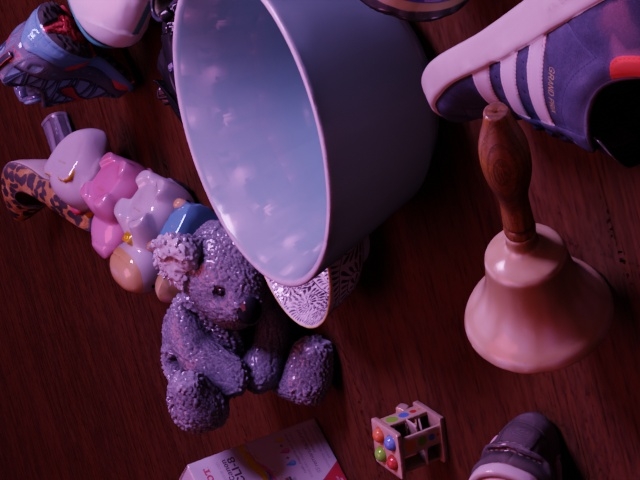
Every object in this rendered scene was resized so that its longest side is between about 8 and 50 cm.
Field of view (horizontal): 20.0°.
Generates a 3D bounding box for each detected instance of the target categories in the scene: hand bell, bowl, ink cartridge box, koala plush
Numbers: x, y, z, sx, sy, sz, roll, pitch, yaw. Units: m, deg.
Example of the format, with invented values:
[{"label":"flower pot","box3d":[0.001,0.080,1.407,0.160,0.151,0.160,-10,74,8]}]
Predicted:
[{"label":"hand bell","box3d":[0.156,-0.016,1.425,0.126,0.126,0.242,49,165,40]},{"label":"bowl","box3d":[-0.001,-0.126,1.717,0.311,0.163,0.312,42,141,47]},{"label":"bowl","box3d":[0.000,0.000,1.896,0.170,0.080,0.170,45,144,46]},{"label":"ink cartridge box","box3d":[-0.069,0.314,2.132,0.128,0.176,0.127,61,153,21]},{"label":"koala plush","box3d":[-0.105,0.064,2.038,0.203,0.196,0.221,-122,23,-50]}]

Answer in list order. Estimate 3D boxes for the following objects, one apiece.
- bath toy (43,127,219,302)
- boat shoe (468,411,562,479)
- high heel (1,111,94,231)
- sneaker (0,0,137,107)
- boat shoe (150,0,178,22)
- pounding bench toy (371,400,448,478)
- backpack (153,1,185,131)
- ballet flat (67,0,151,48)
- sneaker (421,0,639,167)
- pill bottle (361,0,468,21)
[{"label":"bath toy","box3d":[-0.241,-0.029,2.335,0.129,0.151,0.348,36,180,-40]},{"label":"boat shoe","box3d":[0.187,0.303,1.726,0.112,0.095,0.335,17,134,18]},{"label":"high heel","box3d":[-0.397,-0.044,2.661,0.261,0.093,0.186,-52,52,50]},{"label":"sneaker","box3d":[-0.327,-0.221,2.259,0.104,0.125,0.262,61,-167,17]},{"label":"boat shoe","box3d":[-0.139,-0.334,1.960,0.095,0.079,0.254,60,153,24]},{"label":"pounding bench toy","box3d":[0.082,0.202,1.879,0.083,0.065,0.052,29,132,56]},{"label":"backpack","box3d":[-0.101,-0.161,1.957,0.182,0.115,0.152,59,164,24]},{"label":"ballet flat","box3d":[-0.300,-0.424,2.207,0.400,0.139,0.139,61,153,14]},{"label":"sneaker","box3d":[0.193,-0.115,1.374,0.148,0.131,0.350,62,160,0]},{"label":"pill bottle","box3d":[0.093,-0.291,1.460,0.123,0.122,0.219,58,152,28]}]
